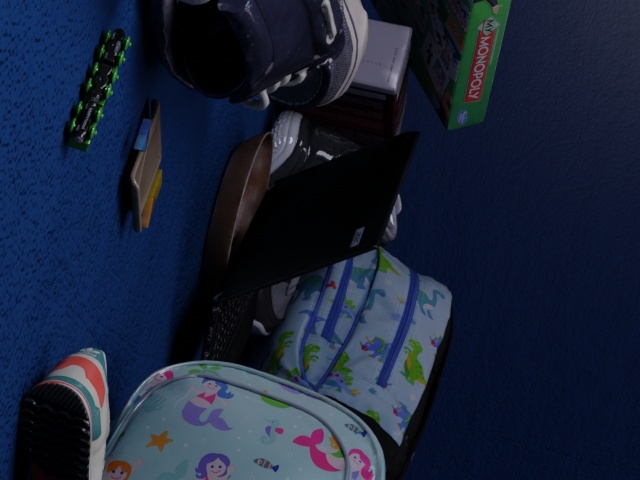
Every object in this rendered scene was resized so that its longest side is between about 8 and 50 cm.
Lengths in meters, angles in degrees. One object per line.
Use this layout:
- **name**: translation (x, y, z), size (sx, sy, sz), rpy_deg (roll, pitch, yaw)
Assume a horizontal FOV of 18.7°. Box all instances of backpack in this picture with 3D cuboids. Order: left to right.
- **backpack**: translation (-0.070, 0.205, 1.391), size (0.253, 0.225, 0.191), rpy_deg (-61, 167, -45)
- **backpack**: translation (0.021, 0.159, 2.198), size (0.355, 0.273, 0.290), rpy_deg (-47, 173, -40)

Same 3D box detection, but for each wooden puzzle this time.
- **wooden puzzle**: translation (-0.122, -0.051, 1.339), size (0.116, 0.014, 0.079), rpy_deg (97, 4, -53)

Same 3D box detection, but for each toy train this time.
- **toy train**: translation (-0.129, -0.088, 1.132), size (0.024, 0.017, 0.083), rpy_deg (114, -6, -58)

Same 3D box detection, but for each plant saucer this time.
- **plant saucer**: translation (-0.079, -0.023, 1.811), size (0.168, 0.029, 0.168), rpy_deg (14, 90, -84)

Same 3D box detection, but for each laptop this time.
- **laptop**: translation (-0.015, 0.046, 1.762), size (0.234, 0.136, 0.264), rpy_deg (-66, 169, -59)

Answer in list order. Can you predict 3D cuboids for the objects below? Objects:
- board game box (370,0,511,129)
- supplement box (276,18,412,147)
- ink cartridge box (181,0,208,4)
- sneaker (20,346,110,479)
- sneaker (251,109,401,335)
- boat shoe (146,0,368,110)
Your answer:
- **board game box**: translation (0.098, -0.297, 1.969), size (0.213, 0.046, 0.317), rpy_deg (100, -29, -48)
- **supplement box**: translation (0.023, -0.159, 1.999), size (0.239, 0.130, 0.073), rpy_deg (89, 15, -74)
- **ink cartridge box**: translation (-0.020, -0.338, 1.041), size (0.324, 0.071, 0.330), rpy_deg (127, -21, -68)
- **sneaker**: translation (-0.155, 0.140, 1.223), size (0.075, 0.057, 0.161), rpy_deg (-59, 160, -56)
- **sneaker**: translation (0.000, 0.000, 2.037), size (0.101, 0.153, 0.269), rpy_deg (-68, 170, -57)
- **boat shoe**: translation (-0.052, -0.147, 1.359), size (0.340, 0.127, 0.158), rpy_deg (76, 34, -63)
